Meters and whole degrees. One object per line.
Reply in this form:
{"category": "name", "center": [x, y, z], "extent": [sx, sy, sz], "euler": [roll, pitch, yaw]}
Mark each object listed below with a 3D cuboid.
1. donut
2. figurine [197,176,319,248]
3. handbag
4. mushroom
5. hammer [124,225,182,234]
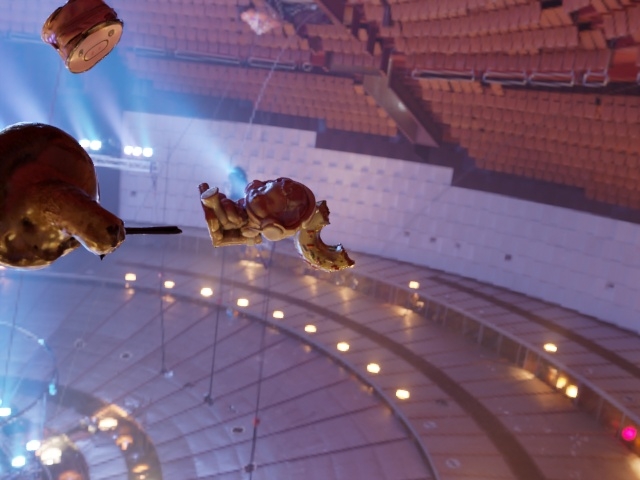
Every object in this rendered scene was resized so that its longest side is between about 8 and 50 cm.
{"category": "donut", "center": [-0.003, 0.004, 1.397], "extent": [0.108, 0.166, 0.065], "euler": [-25, -169, 3]}
{"category": "figurine", "center": [-0.115, -0.065, 1.247], "extent": [0.236, 0.141, 0.163], "euler": [-7, -135, -10]}
{"category": "handbag", "center": [-0.607, -0.535, 1.640], "extent": [0.205, 0.116, 0.179], "euler": [-44, -179, -26]}
{"category": "mushroom", "center": [-0.474, -0.081, 1.110], "extent": [0.254, 0.267, 0.267], "euler": [-13, -165, 1]}
{"category": "hammer", "center": [-0.378, -0.024, 1.347], "extent": [0.178, 0.065, 0.021], "euler": [0, -156, -26]}
